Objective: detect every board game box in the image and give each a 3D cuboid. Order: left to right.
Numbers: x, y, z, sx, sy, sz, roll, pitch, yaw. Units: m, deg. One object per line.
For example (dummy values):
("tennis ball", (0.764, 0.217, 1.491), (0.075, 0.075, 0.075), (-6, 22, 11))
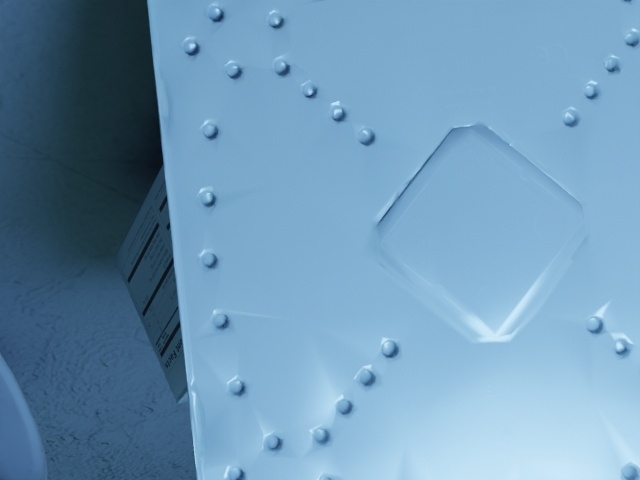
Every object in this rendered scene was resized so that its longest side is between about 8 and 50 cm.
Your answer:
("board game box", (0.100, -0.005, 0.710), (0.390, 0.389, 0.050), (-6, 178, -7))

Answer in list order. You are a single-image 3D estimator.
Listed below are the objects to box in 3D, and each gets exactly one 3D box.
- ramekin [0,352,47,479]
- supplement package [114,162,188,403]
("ramekin", (-0.362, 0.172, 0.996), (0.127, 0.273, 0.273), (-29, 139, 0))
("supplement package", (0.000, 0.000, 0.889), (0.262, 0.145, 0.204), (-9, 150, -35))
